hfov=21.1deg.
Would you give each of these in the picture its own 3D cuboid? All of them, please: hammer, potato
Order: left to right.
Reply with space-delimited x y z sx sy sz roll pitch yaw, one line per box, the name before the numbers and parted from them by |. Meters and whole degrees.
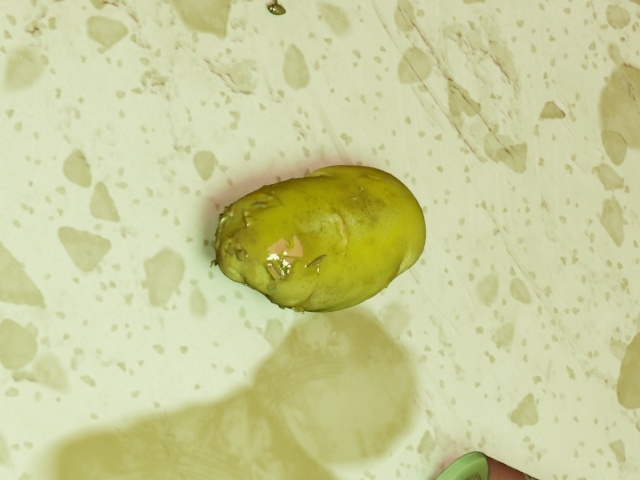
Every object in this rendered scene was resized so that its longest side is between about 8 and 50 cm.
hammer | -0.057 -0.344 2.182 0.029 0.014 0.123 13 69 -42
potato | 0.000 0.000 2.050 0.300 0.140 0.173 -15 80 -43

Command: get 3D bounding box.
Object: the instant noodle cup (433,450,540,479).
instant noodle cup | 0.217 0.373 2.062 0.178 0.235 0.235 34 60 -14
